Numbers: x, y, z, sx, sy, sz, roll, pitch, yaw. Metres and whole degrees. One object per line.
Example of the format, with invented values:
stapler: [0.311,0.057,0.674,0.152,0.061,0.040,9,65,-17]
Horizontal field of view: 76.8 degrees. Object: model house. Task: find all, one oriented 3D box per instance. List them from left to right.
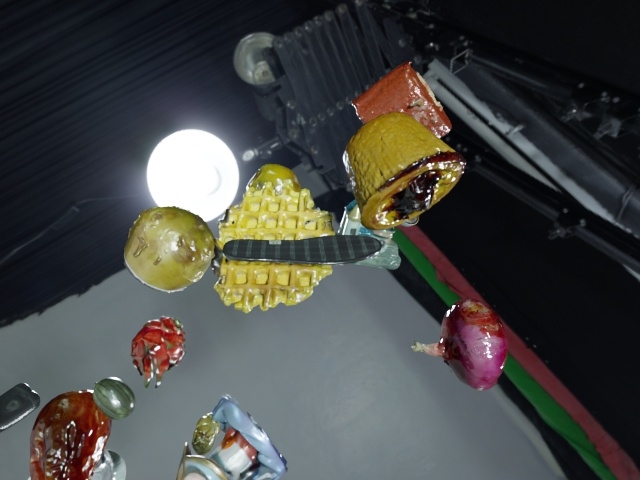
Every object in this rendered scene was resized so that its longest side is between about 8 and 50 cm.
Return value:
model house: [0.208,-0.078,1.587,0.194,0.267,0.325,-123,-135,-64]

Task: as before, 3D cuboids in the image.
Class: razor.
razor: [-0.853,0.462,1.105,0.090,0.054,0.148,43,14,-2]

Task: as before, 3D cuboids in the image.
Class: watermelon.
watermelon: [-0.483,0.367,0.945,0.110,0.078,0.078,48,-11,0]

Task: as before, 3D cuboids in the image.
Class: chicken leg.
chicken leg: [-0.392,0.665,1.478,0.088,0.227,0.103,2,-56,24]

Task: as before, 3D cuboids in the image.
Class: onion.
onion: [0.222,0.172,0.672,0.150,0.140,0.150,-178,-90,-87]

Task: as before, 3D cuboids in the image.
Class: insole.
insole: [-0.030,0.014,0.782,0.110,0.309,0.012,-101,-167,-58]

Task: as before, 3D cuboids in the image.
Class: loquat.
loquat: [-0.165,-0.192,1.634,0.246,0.213,0.213,32,-3,-21]

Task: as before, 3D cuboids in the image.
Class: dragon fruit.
dragon fruit: [-0.621,0.417,1.540,0.193,0.274,0.192,22,-18,-1]

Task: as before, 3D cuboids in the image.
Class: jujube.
jujube: [-0.626,0.510,1.007,0.190,0.190,0.255,67,8,-47]

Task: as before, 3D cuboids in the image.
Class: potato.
potato: [-0.402,-0.009,1.151,0.246,0.196,0.299,41,14,-31]

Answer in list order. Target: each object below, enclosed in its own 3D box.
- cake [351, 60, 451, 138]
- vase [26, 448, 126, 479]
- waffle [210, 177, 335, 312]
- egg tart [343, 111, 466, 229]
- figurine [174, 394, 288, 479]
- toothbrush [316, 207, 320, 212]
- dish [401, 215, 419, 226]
cake: [0.188,-0.292,0.916,0.177,0.151,0.283,53,24,-13]
vase: [-0.818,0.831,1.383,0.250,0.250,0.445,52,-22,14]
waffle: [-0.114,0.004,0.906,0.312,0.307,0.060,58,-10,27]
egg tart: [0.140,-0.125,0.745,0.171,0.215,0.215,60,-8,23]
figurine: [-0.231,0.497,0.674,0.248,0.388,0.276,43,-34,12]
toothbrush: [0.000,0.000,1.641,0.027,0.021,0.269,-34,122,-65]
dish: [0.288,-0.098,1.504,0.141,0.141,0.078,54,-44,9]
